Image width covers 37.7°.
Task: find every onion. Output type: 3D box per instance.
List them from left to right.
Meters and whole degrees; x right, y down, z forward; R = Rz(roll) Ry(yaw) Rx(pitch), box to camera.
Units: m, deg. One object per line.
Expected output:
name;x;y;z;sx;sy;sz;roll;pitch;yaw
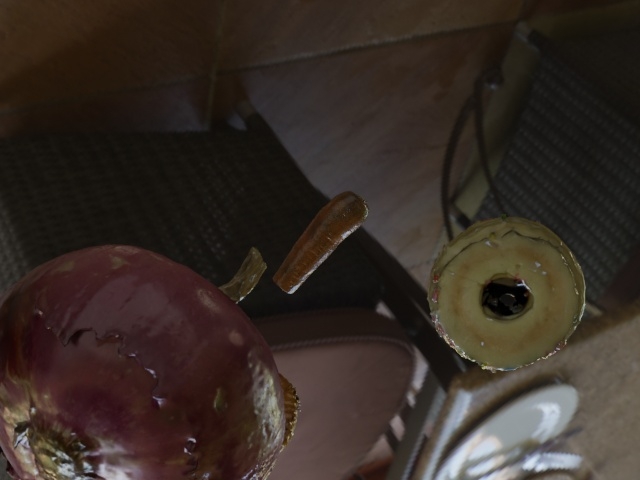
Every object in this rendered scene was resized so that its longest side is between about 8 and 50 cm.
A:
onion;-0.205;0.174;1.065;0.358;0.358;0.345;-50;166;17

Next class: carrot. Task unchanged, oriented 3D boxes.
carrot;0.000;0.000;0.720;0.093;0.032;0.032;-48;145;7

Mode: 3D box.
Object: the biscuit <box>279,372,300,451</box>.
biscuit;-0.154;0.248;1.326;0.254;0.254;0.035;-22;127;-22

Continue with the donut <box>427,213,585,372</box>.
donut;0.202;0.056;1.029;0.174;0.174;0.068;-46;-179;12
